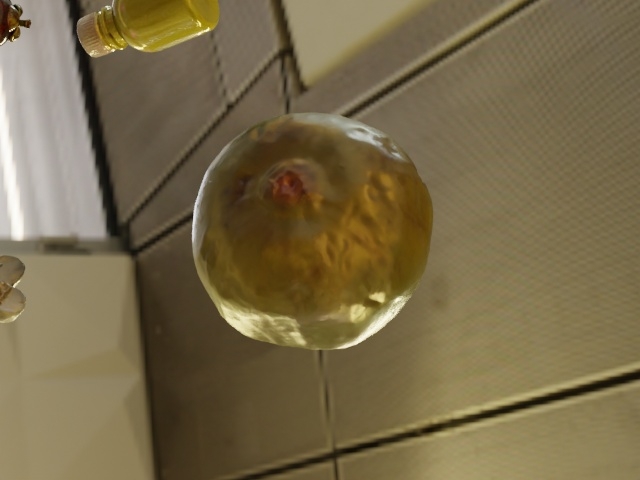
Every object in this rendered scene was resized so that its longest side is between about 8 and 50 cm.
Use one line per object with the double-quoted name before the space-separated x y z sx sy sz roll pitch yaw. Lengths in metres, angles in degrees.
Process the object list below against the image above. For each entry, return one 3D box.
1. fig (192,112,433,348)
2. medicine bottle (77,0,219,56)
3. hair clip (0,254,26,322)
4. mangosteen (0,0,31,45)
"fig" -0.011 0.001 1.861 0.343 0.343 0.343 -2 -93 58
"medicine bottle" -0.277 -0.354 2.163 0.212 0.122 0.121 -17 -109 21
"hair clip" -0.516 0.032 1.869 0.257 0.146 0.075 22 -42 12
"mangosteen" -0.442 -0.299 1.847 0.081 0.081 0.081 -2 -93 58
